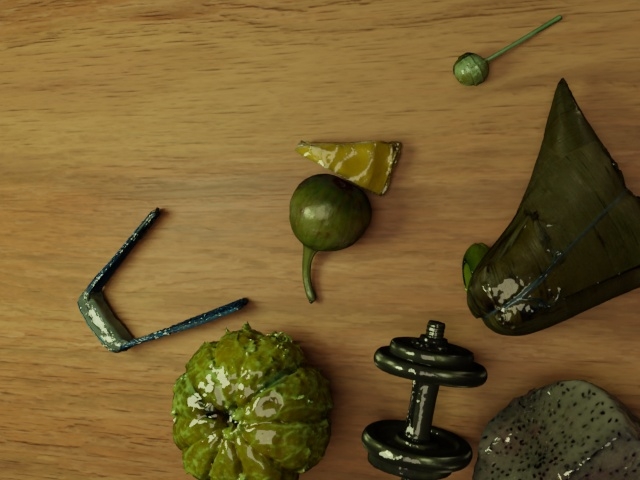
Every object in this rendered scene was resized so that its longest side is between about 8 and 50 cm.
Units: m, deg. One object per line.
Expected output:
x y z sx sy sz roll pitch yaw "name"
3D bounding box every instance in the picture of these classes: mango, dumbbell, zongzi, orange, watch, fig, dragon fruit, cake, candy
0.296 0.081 1.266 0.091 0.074 0.165 -16 69 -15 "mango"
0.174 0.278 1.248 0.192 0.192 0.289 10 93 17 "dumbbell"
0.343 -0.053 1.179 0.323 0.160 0.360 -22 82 -7 "zongzi"
-0.128 0.307 1.329 0.300 0.223 0.301 -41 76 3 "orange"
-0.324 0.124 1.471 0.276 0.068 0.274 45 98 12 "watch"
0.000 0.000 1.350 0.149 0.149 0.245 28 118 15 "fig"
0.405 0.372 1.181 0.221 0.204 0.283 40 106 -16 "dragon fruit"
0.054 -0.165 1.334 0.185 0.080 0.116 37 104 18 "cake"
0.321 -0.331 1.266 0.203 0.061 0.061 -30 82 8 "candy"
